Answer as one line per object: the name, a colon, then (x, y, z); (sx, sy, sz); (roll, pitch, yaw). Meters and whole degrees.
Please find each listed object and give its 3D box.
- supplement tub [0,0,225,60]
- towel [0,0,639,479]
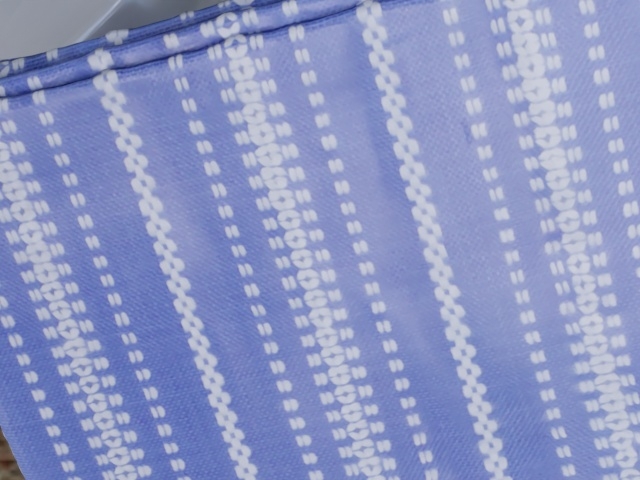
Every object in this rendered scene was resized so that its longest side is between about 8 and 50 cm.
supplement tub: (0.000, 0.000, 0.636); (0.235, 0.325, 0.235); (-33, 30, 22)
towel: (0.068, 0.025, 0.435); (0.336, 0.040, 0.243); (-13, 114, 14)
